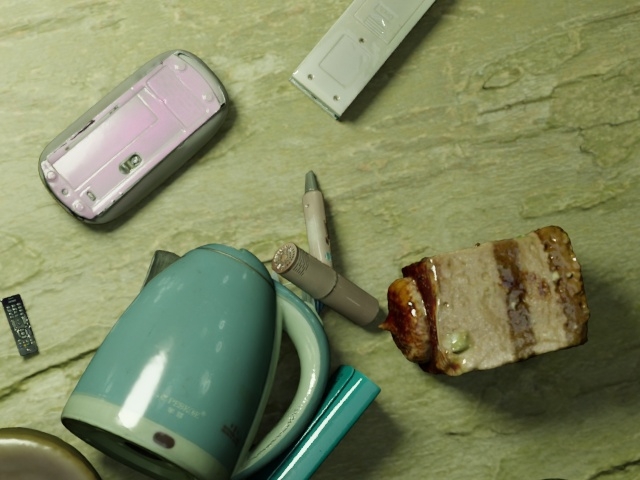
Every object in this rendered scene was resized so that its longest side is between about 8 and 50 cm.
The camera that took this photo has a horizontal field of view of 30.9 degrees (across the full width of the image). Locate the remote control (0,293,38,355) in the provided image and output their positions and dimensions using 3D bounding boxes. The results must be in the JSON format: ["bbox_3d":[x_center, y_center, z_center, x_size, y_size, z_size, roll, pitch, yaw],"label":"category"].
[{"bbox_3d":[-0.447,0.126,1.724,0.034,0.016,0.091,-18,86,-28],"label":"remote control"}]

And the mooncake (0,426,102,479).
[{"bbox_3d":[-0.427,0.402,1.617,0.284,0.155,0.284,0,87,-6],"label":"mooncake"}]

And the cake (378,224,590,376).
[{"bbox_3d":[0.235,0.096,1.758,0.293,0.199,0.196,-9,86,-10],"label":"cake"}]

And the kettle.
[{"bbox_3d":[-0.150,0.180,1.667,0.319,0.247,0.342,31,67,-11],"label":"kettle"}]

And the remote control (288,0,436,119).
[{"bbox_3d":[0.075,-0.329,1.859,0.103,0.055,0.277,39,79,-2],"label":"remote control"}]

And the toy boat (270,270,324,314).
[{"bbox_3d":[-0.056,0.095,1.786,0.149,0.034,0.105,-36,87,-13],"label":"toy boat"}]

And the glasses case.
[{"bbox_3d":[-0.036,0.317,1.718,0.070,0.117,0.301,43,77,-2],"label":"glasses case"}]

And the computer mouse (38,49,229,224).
[{"bbox_3d":[-0.282,-0.158,1.764,0.310,0.072,0.158,-43,92,-12],"label":"computer mouse"}]

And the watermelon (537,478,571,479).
[{"bbox_3d":[0.351,0.457,1.719,0.212,0.212,0.212,1,82,-10],"label":"watermelon"}]

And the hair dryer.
[{"bbox_3d":[0.008,0.003,1.798,0.195,0.053,0.220,36,38,-37],"label":"hair dryer"}]
